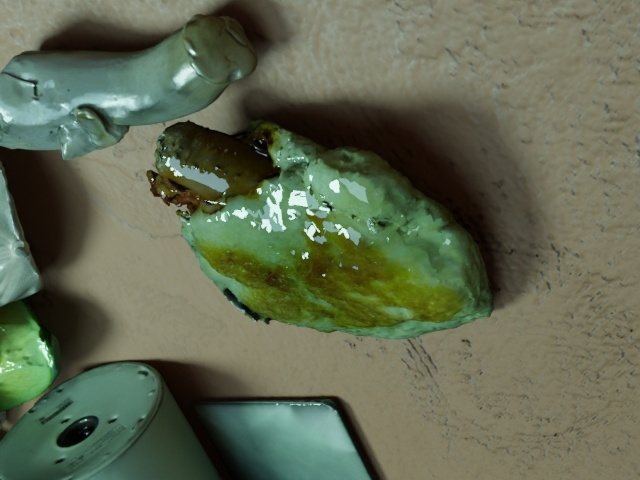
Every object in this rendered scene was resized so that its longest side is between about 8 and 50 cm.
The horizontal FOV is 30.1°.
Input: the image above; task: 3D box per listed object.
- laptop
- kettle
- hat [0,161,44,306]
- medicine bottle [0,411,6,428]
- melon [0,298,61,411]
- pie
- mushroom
[{"bbox_3d":[-0.011,0.271,1.263,0.187,0.015,0.269,-6,122,34],"label":"laptop"},{"bbox_3d":[-0.208,0.313,1.286,0.265,0.205,0.318,-11,122,33],"label":"kettle"},{"bbox_3d":[-0.392,-0.011,1.157,0.225,0.164,0.220,-14,124,-2],"label":"hat"},{"bbox_3d":[-0.485,0.170,1.408,0.228,0.083,0.121,29,121,8],"label":"medicine bottle"},{"bbox_3d":[-0.413,0.119,1.281,0.323,0.124,0.196,0,97,13],"label":"melon"},{"bbox_3d":[0.005,0.006,0.994,0.274,0.105,0.257,9,144,27],"label":"pie"},{"bbox_3d":[-0.173,-0.129,0.985,0.278,0.099,0.096,-5,136,28],"label":"mushroom"}]
